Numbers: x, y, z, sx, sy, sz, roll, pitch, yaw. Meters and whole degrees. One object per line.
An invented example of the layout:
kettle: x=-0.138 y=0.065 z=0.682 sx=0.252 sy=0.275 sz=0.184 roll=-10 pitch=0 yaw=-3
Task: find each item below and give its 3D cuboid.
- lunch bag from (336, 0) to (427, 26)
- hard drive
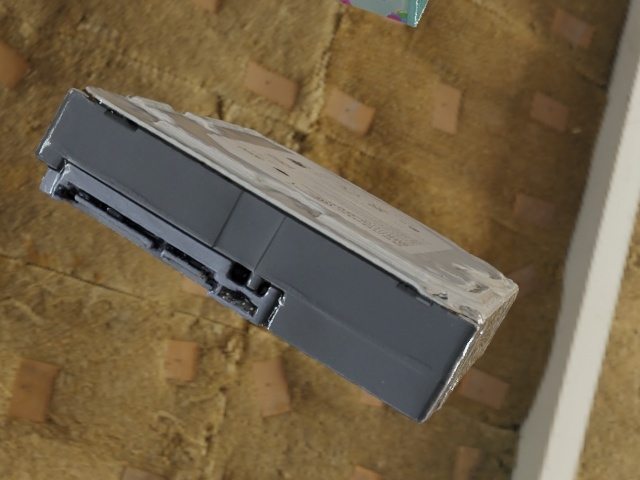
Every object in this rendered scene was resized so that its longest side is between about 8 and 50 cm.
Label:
lunch bag: x=0.035 y=-0.396 z=1.266 sx=0.223 sy=0.262 sz=0.160 roll=18 pitch=-122 yaw=13
hard drive: x=0.000 y=0.000 z=0.699 sx=0.236 sy=0.339 sz=0.064 roll=30 pitch=-82 yaw=12
